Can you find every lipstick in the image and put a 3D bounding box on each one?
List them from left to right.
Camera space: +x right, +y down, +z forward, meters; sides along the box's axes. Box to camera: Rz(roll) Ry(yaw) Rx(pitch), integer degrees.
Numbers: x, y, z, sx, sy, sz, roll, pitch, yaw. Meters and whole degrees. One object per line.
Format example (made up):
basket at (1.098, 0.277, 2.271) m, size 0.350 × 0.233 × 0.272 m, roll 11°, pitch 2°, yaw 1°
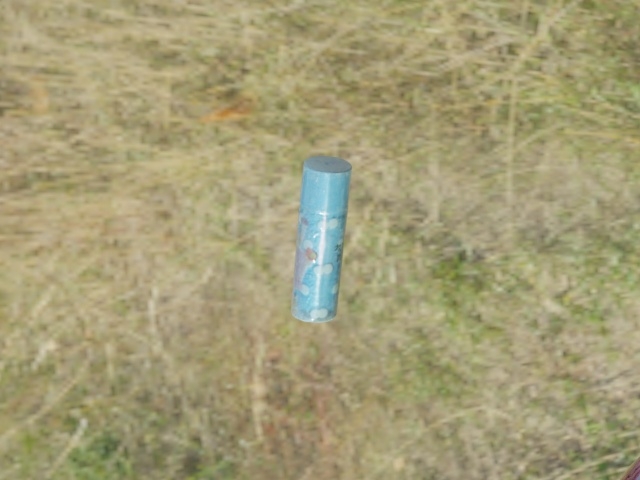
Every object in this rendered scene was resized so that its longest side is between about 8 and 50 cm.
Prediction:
lipstick at (0.000, 0.000, 1.433) m, size 0.048 × 0.048 × 0.158 m, roll 25°, pitch 119°, yaw 39°

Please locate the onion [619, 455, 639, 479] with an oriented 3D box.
onion at (0.283, 0.178, 1.096) m, size 0.150 × 0.150 × 0.140 m, roll -49°, pitch 25°, yaw 32°
